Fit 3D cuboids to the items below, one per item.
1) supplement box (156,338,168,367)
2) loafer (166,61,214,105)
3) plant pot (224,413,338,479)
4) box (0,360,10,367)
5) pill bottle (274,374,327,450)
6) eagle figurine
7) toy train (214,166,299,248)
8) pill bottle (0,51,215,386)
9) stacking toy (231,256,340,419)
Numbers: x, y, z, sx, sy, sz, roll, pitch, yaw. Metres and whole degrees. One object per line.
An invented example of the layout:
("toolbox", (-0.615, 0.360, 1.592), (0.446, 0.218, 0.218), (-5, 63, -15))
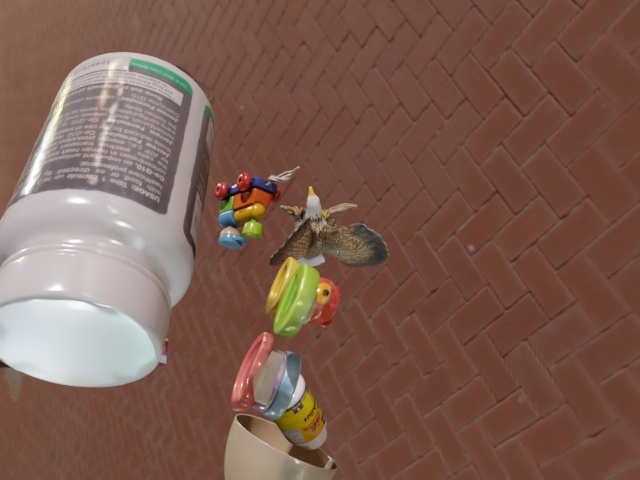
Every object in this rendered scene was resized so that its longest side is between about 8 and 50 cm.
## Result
("supplement box", (-0.505, 0.344, 1.928), (0.055, 0.043, 0.083), (-19, 59, 30))
("loafer", (-0.218, -0.239, 1.010), (0.148, 0.056, 0.050), (49, 123, 42))
("plant pot", (-0.125, 0.580, 1.539), (0.284, 0.284, 0.191), (19, 80, 47))
("box", (-0.613, 0.133, 1.182), (0.270, 0.060, 0.216), (133, 137, -77))
("pill bottle", (-0.058, 0.431, 1.563), (0.117, 0.117, 0.215), (22, 147, 46))
("eagle figurine", (-0.005, -0.009, 1.398), (0.226, 0.225, 0.298), (-39, 27, 6))
("toy train", (-0.140, -0.070, 1.382), (0.248, 0.105, 0.143), (-14, 65, 46))
("pill bottle", (-0.239, -0.034, 0.716), (0.204, 0.204, 0.361), (-46, 32, 39))
("stacking toy", (-0.039, 0.187, 1.144), (0.309, 0.130, 0.279), (-69, 12, -13))
